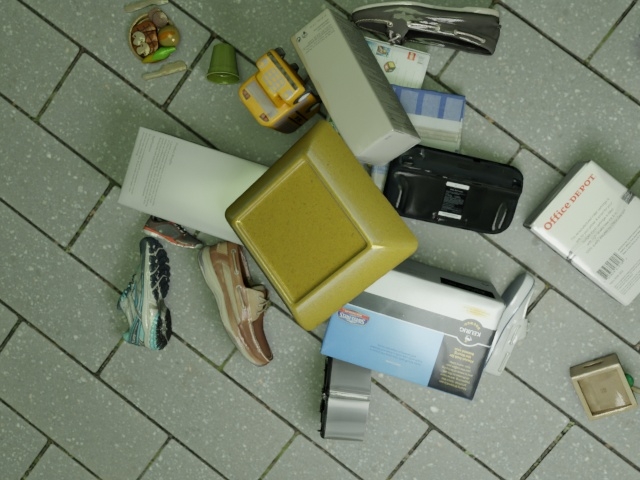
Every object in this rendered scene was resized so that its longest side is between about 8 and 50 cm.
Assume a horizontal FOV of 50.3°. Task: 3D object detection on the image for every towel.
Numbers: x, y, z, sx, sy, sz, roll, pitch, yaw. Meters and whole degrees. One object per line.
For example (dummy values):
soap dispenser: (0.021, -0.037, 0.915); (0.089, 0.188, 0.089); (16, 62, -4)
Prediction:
towel: (0.220, -0.202, 1.557); (0.209, 0.034, 0.284); (5, 98, -15)

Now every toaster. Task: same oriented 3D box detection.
toaster: (0.055, 0.358, 1.574); (0.110, 0.185, 0.168); (5, 123, 2)

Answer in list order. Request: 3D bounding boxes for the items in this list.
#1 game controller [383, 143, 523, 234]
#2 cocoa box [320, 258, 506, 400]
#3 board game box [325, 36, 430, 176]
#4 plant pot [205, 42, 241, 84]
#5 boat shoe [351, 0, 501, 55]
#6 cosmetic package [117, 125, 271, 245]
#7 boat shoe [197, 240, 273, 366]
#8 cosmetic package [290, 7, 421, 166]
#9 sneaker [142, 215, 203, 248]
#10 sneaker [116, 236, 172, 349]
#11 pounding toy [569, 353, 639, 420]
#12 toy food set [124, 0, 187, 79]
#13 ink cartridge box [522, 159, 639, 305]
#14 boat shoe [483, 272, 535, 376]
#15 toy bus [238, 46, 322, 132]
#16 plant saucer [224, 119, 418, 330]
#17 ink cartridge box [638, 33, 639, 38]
game controller: (0.302, -0.113, 1.544); (0.320, 0.067, 0.166); (11, 111, -11)
cocoa box: (0.202, 0.174, 1.531); (0.347, 0.231, 0.227); (17, 99, 6)
board game box: (0.120, -0.305, 1.586); (0.193, 0.053, 0.305); (17, 97, 5)
plant pot: (-0.230, -0.421, 1.614); (0.084, 0.083, 0.079); (-1, 84, 8)
boat shoe: (0.235, -0.471, 1.526); (0.336, 0.112, 0.095); (3, 91, 4)
cosmetic package: (-0.260, -0.119, 1.601); (0.366, 0.155, 0.196); (20, 94, 4)
boat shoe: (-0.182, 0.147, 1.638); (0.117, 0.123, 0.324); (-24, 94, 7)
cosmetic package: (0.075, -0.322, 1.453); (0.113, 0.160, 0.309); (-32, 74, 25)
sneaker: (-0.359, -0.024, 1.675); (0.158, 0.061, 0.064); (20, 89, 3)
sneaker: (-0.445, 0.131, 1.677); (0.122, 0.110, 0.282); (2, 96, 11)
pounding toy: (0.667, 0.336, 1.566); (0.141, 0.100, 0.130); (-23, 92, 20)
toy food set: (-0.405, -0.493, 1.644); (0.133, 0.038, 0.191); (-15, 93, 9)
ink cartridge box: (0.625, -0.020, 1.516); (0.273, 0.115, 0.198); (40, 99, 2)
boat shoe: (0.442, 0.198, 1.582); (0.084, 0.095, 0.258); (25, 109, 0)
toy bus: (-0.084, -0.313, 1.470); (0.130, 0.333, 0.108); (-37, 90, 9)
plant saucer: (-0.027, -0.021, 1.395); (0.333, 0.081, 0.332); (-40, 79, 26)
ink cartridge box: (0.843, -0.314, 1.485); (0.176, 0.069, 0.370); (-25, 94, 10)
